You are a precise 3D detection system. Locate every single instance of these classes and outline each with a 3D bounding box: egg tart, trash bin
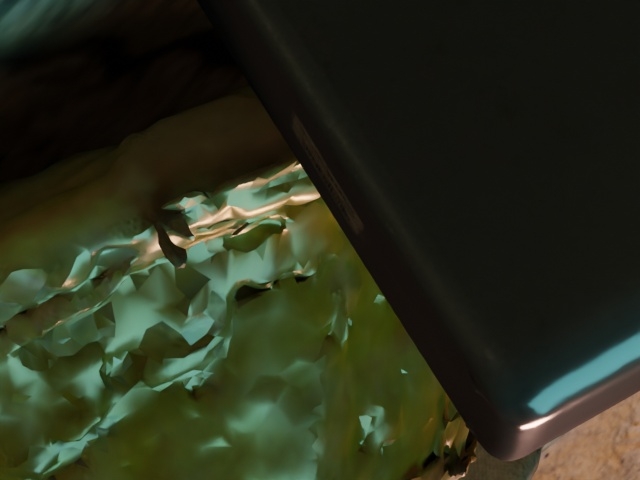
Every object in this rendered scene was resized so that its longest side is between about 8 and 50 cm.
[{"bbox_3d":[-0.058,0.065,0.585,0.341,0.132,0.341,-30,169,-6],"label":"egg tart"},{"bbox_3d":[0.099,-0.077,0.418,0.236,0.176,0.101,-31,169,-4],"label":"trash bin"}]

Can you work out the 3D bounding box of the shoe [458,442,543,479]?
[{"bbox_3d":[0.043,0.114,0.996,0.342,0.132,0.210,-40,171,-30],"label":"shoe"}]
